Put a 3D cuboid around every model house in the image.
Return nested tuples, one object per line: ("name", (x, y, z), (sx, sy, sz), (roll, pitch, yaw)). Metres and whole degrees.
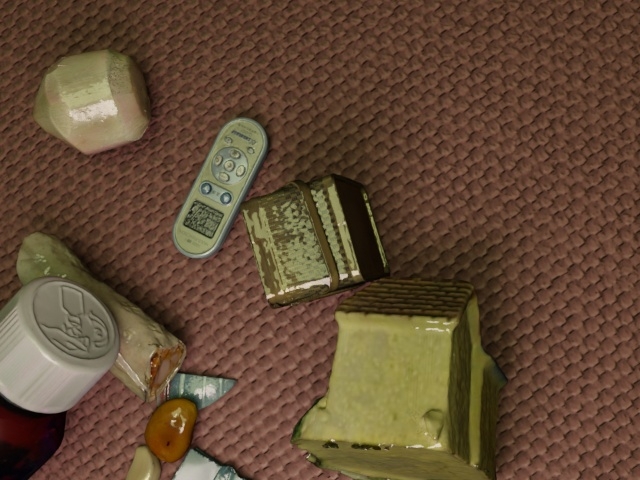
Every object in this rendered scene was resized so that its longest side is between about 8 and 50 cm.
("model house", (0.121, 0.201, 1.415), (0.261, 0.321, 0.266), (1, 68, 24))

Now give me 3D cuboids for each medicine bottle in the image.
("medicine bottle", (-0.461, 0.227, 1.460), (0.395, 0.242, 0.242), (-39, 80, 24))

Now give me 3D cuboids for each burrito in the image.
("burrito", (-0.348, 0.116, 1.546), (0.299, 0.143, 0.105), (37, 61, 15))

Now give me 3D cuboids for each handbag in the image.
("handbag", (-0.142, 0.437, 1.537), (0.221, 0.057, 0.144), (31, 85, 10))

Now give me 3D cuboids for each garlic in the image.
("garlic", (-0.281, 0.369, 1.571), (0.053, 0.041, 0.083), (9, 78, 22))

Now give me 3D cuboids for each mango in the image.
("mango", (-0.231, 0.295, 1.547), (0.080, 0.060, 0.114), (38, 117, 5))

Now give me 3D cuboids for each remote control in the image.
("remote control", (-0.160, -0.083, 1.591), (0.087, 0.047, 0.244), (26, 88, 6))

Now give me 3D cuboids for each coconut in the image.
("coconut", (-0.368, -0.220, 1.575), (0.182, 0.171, 0.171), (-11, 83, 7))

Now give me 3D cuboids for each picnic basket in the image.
("picnic basket", (0.000, 0.000, 1.455), (0.139, 0.266, 0.165), (-17, 86, 13))

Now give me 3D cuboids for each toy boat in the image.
("toy boat", (-0.197, 0.240, 1.573), (0.122, 0.034, 0.096), (7, 91, 7))
